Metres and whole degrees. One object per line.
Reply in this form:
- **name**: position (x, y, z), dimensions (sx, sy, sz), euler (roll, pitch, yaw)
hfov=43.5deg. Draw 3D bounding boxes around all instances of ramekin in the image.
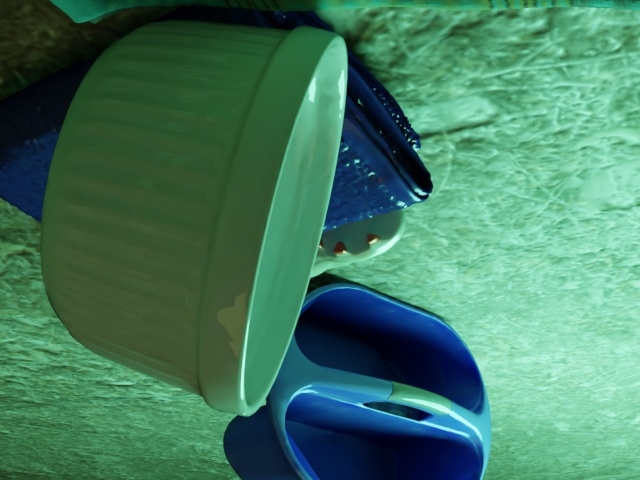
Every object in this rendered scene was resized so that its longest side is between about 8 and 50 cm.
- **ramekin**: position (-0.062, -0.019, 0.434), dimensions (0.109, 0.207, 0.207), euler (13, 153, 6)

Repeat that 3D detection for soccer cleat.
- **soccer cleat**: position (0.000, 0.000, 0.749), dimensions (0.196, 0.068, 0.076), euler (-17, 162, 33)

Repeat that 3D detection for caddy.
- **caddy**: position (0.056, 0.189, 0.912), dimensions (0.341, 0.241, 0.179), euler (22, 151, -35)

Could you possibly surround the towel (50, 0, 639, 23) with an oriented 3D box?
- **towel**: position (-0.061, -0.149, 0.292), dimensions (0.370, 0.040, 0.271), euler (10, 174, 33)

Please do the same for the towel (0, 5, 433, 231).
- **towel**: position (-0.098, -0.071, 0.612), dimensions (0.308, 0.076, 0.228), euler (-16, 141, 31)
